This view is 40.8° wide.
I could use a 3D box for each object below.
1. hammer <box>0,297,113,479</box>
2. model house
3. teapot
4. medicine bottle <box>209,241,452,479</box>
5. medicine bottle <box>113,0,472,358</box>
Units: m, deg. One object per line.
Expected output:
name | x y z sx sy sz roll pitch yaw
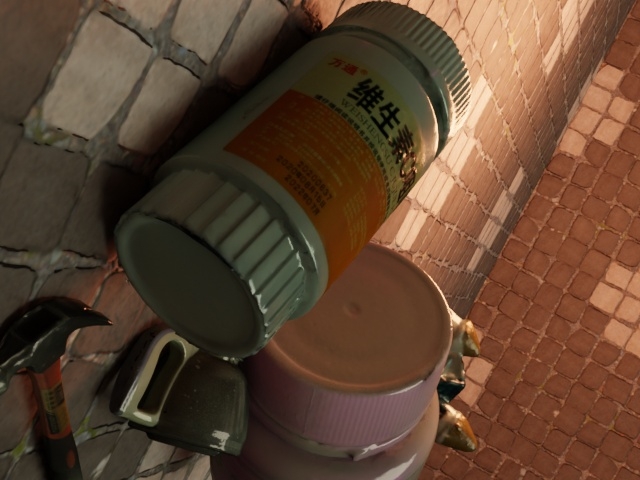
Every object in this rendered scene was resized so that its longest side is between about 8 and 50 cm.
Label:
hammer | -0.210 0.151 0.681 0.111 0.033 0.287 -46 158 -39
model house | 0.129 0.200 1.267 0.253 0.291 0.184 -49 176 -35
teapot | -0.133 0.140 0.818 0.111 0.149 0.108 -15 -124 58
medicine bottle | 0.008 0.178 0.971 0.256 0.256 0.324 -46 157 -42
medicine bottle | -0.013 -0.058 0.705 0.318 0.158 0.158 -48 158 -36
